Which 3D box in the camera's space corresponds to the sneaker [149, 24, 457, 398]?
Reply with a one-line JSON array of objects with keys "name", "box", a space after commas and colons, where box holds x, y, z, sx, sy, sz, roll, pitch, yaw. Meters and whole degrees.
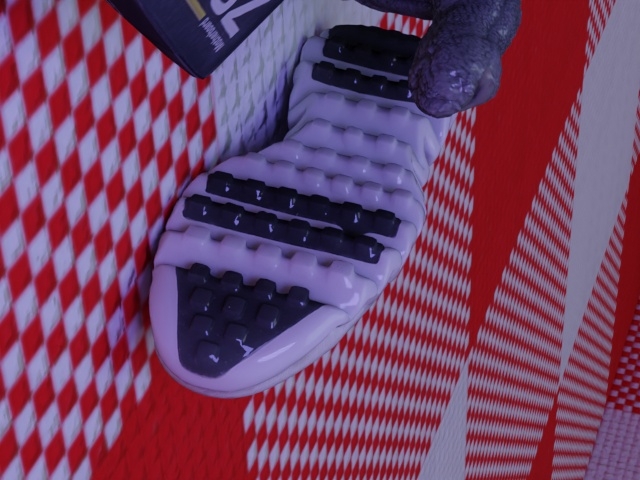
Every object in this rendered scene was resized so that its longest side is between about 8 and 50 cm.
[{"name": "sneaker", "box": [0.000, 0.000, 0.787, 0.292, 0.110, 0.118, -55, 160, -53]}]

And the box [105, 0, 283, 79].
[{"name": "box", "box": [0.010, -0.227, 0.365, 0.318, 0.097, 0.395, -48, 166, -2]}]

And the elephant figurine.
[{"name": "elephant figurine", "box": [0.055, -0.177, 0.779, 0.239, 0.186, 0.169, -39, 106, -27]}]
